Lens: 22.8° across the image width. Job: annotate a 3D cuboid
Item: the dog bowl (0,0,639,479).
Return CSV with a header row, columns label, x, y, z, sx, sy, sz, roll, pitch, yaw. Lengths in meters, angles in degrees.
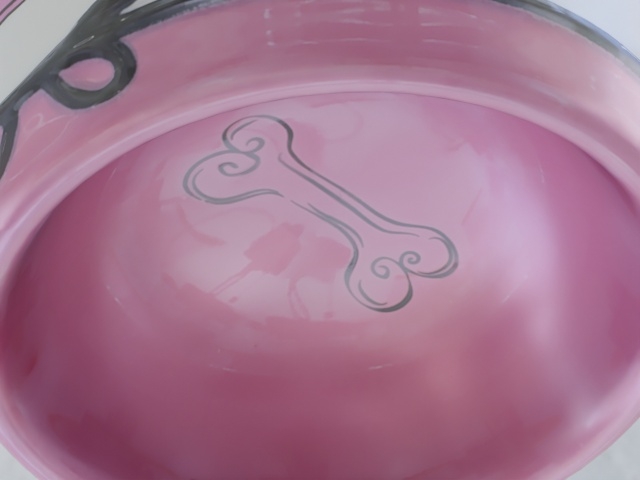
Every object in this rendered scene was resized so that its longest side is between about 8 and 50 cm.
label,x,y,z,sx,sy,sz,roll,pitch,yaw
dog bowl,0.000,0.000,0.770,0.407,0.408,0.150,8,-137,-16
